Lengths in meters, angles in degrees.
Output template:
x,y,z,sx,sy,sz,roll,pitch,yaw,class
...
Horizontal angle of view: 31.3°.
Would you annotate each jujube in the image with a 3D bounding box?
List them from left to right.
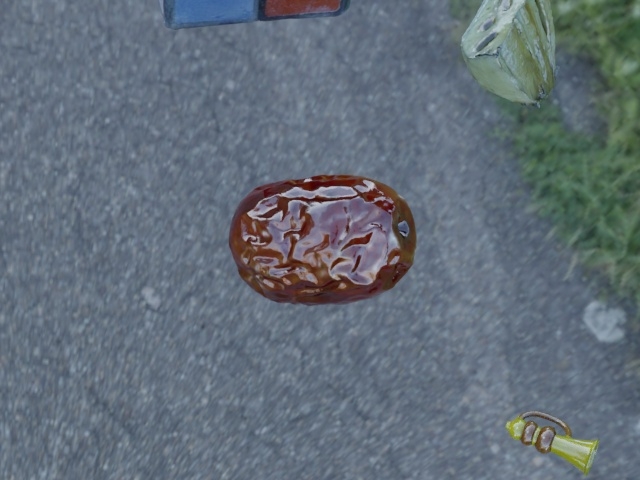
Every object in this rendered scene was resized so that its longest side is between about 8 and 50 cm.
x,y,z,sx,sy,sz,roll,pitch,yaw,class
0.000,0.000,1.493,0.250,0.174,0.174,-7,59,25,jujube

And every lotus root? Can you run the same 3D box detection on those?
x,y,z,sx,sy,sz,roll,pitch,yaw,class
0.232,-0.229,1.385,0.143,0.070,0.144,-56,134,-28,lotus root

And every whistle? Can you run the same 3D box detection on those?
x,y,z,sx,sy,sz,roll,pitch,yaw,class
0.277,0.230,1.355,0.109,0.046,0.057,24,64,24,whistle

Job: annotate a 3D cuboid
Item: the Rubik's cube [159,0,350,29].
x,y,z,sx,sy,sz,roll,pitch,yaw,class
-0.120,-0.553,1.784,0.318,0.316,0.313,-9,55,-13,Rubik's cube
